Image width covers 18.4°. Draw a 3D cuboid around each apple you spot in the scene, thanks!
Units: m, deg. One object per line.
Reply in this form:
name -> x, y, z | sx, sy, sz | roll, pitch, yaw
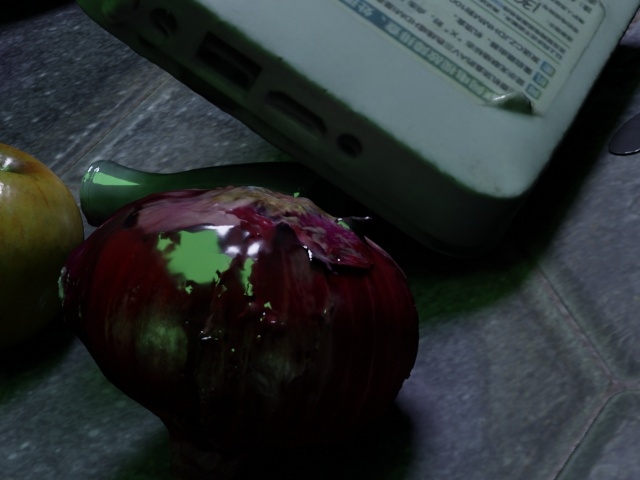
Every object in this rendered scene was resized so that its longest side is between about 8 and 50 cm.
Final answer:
apple -> -0.281, 0.004, 1.623 | 0.182, 0.155, 0.182 | 17, 19, -6

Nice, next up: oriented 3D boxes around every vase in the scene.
vase -> -0.092, -0.028, 1.594 | 0.214, 0.086, 0.086 | 7, 38, 26

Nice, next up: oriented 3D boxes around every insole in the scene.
insole -> 0.290, -0.111, 1.620 | 0.053, 0.002, 0.152 | 11, 42, 45

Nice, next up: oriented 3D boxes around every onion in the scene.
onion -> -0.059, 0.070, 1.345 | 0.252, 0.219, 0.252 | 17, 2, -1

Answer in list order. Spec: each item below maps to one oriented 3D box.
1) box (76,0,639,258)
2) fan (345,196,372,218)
box -> 0.044, -0.208, 1.605 | 0.396, 0.396, 0.111 | -54, -2, -46
fan -> 0.000, 0.000, 1.617 | 0.085, 0.005, 0.133 | -13, 28, 13
